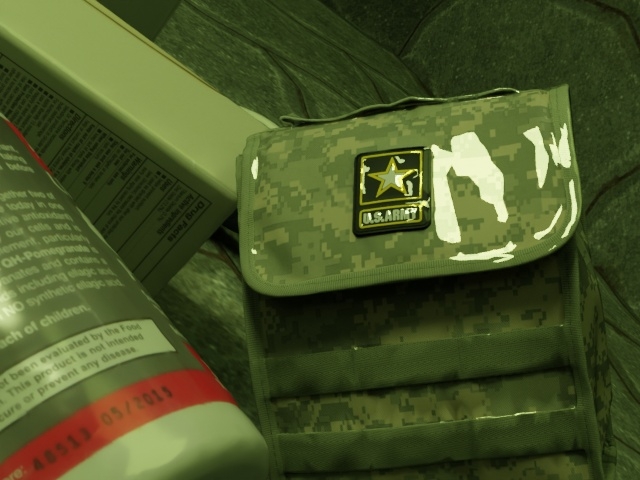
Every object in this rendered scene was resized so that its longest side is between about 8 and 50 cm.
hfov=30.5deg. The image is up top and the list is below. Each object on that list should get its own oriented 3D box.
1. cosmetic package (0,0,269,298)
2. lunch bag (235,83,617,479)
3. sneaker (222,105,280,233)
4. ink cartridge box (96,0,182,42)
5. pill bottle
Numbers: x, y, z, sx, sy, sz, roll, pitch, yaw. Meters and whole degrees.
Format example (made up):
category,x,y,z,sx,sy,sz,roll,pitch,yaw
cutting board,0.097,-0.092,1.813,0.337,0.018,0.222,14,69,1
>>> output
category,x,y,z,sx,sy,sz,roll,pitch,yaw
cosmetic package,-0.212,-0.099,0.882,0.309,0.160,0.113,36,34,-15
lunch bag,0.074,0.040,0.814,0.169,0.235,0.287,-22,103,-74
sneaker,-0.152,-0.089,1.129,0.350,0.131,0.148,32,24,-9
ink cartridge box,-0.299,-0.361,1.065,0.279,0.160,0.384,20,24,-45
pill bottle,-0.184,0.037,0.551,0.318,0.176,0.176,48,17,21
